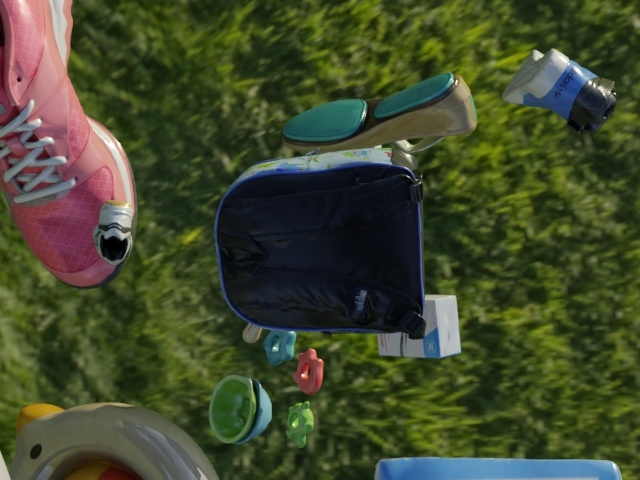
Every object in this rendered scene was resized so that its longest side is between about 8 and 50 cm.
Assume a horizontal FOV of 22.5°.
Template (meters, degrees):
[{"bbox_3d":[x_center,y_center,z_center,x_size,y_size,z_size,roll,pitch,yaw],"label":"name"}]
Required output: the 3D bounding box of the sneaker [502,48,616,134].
[{"bbox_3d":[0.218,-0.129,1.444,0.085,0.152,0.058,34,87,-6],"label":"sneaker"}]

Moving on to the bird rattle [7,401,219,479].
[{"bbox_3d":[-0.120,0.198,0.914,0.143,0.253,0.207,-2,98,-48],"label":"bird rattle"}]

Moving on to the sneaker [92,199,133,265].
[{"bbox_3d":[-0.161,0.003,1.237,0.032,0.083,0.037,5,61,-4],"label":"sneaker"}]

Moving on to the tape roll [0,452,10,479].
[{"bbox_3d":[-0.320,0.159,0.676,0.392,0.072,0.392,-2,61,4],"label":"tape roll"}]

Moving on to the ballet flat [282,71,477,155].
[{"bbox_3d":[0.064,-0.118,1.745,0.073,0.232,0.080,56,40,-29],"label":"ballet flat"}]

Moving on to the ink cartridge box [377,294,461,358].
[{"bbox_3d":[0.072,0.069,1.308,0.028,0.083,0.048,-10,96,-45],"label":"ink cartridge box"}]

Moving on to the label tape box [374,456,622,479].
[{"bbox_3d":[0.071,0.267,0.725,0.106,0.333,0.240,-1,62,-1],"label":"label tape box"}]

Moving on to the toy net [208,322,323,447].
[{"bbox_3d":[-0.048,0.086,1.580,0.045,0.122,0.232,13,77,-39],"label":"toy net"}]

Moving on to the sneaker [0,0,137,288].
[{"bbox_3d":[-0.253,-0.103,1.327,0.116,0.136,0.313,-17,92,18],"label":"sneaker"}]

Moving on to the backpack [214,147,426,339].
[{"bbox_3d":[0.000,0.000,0.904,0.114,0.084,0.105,-2,104,1],"label":"backpack"}]
